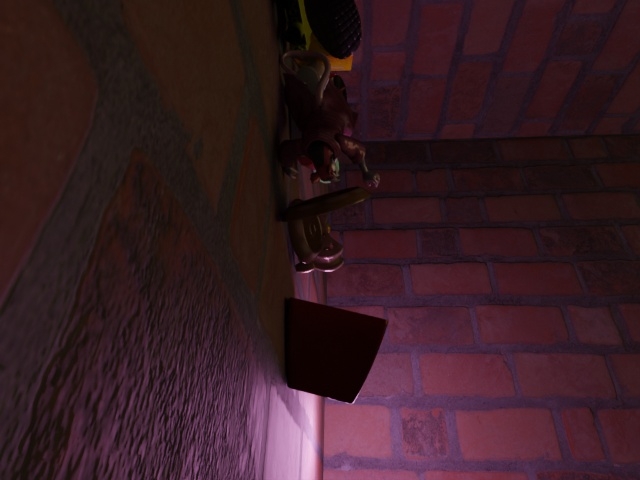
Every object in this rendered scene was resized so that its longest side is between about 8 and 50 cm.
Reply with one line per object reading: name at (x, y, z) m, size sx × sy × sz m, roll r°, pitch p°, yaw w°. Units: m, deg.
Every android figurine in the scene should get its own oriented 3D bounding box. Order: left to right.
android figurine at (-0.064, -0.625, 1.073) m, size 0.248 × 0.056 × 0.272 m, roll 75°, pitch 15°, yaw -44°

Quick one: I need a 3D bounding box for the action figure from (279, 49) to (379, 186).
action figure at (0.019, -0.279, 1.011) m, size 0.370 × 0.248 × 0.275 m, roll -91°, pitch 177°, yaw -47°

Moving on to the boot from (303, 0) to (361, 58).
boot at (0.013, -0.624, 0.969) m, size 0.338 × 0.118 × 0.222 m, roll 58°, pitch 29°, yaw -29°

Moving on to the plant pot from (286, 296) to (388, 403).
plant pot at (0.028, 0.312, 1.167) m, size 0.267 × 0.268 × 0.235 m, roll 72°, pitch 31°, yaw -78°

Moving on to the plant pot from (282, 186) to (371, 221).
plant pot at (0.011, -0.097, 1.037) m, size 0.236 × 0.237 × 0.032 m, roll -71°, pitch 145°, yaw -79°

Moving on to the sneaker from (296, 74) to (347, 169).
sneaker at (-0.007, -0.368, 1.302) m, size 0.116 × 0.136 × 0.313 m, roll -51°, pitch 156°, yaw -62°

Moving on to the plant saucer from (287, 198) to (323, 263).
plant saucer at (-0.037, -0.031, 1.219) m, size 0.199 × 0.036 × 0.198 m, roll -10°, pitch 90°, yaw -68°

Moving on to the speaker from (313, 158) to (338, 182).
speaker at (0.022, -0.370, 1.977) m, size 0.296 × 0.131 × 0.131 m, roll 63°, pitch 26°, yaw -81°

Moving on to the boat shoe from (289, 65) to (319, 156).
boat shoe at (-0.054, -0.385, 1.230) m, size 0.084 × 0.095 × 0.258 m, roll -92°, pitch -169°, yaw -74°

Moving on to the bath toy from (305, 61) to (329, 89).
bath toy at (-0.024, -0.425, 1.403) m, size 0.129 × 0.151 × 0.348 m, roll -36°, pitch 144°, yaw -29°

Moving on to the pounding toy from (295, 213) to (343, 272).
pounding toy at (0.000, 0.000, 1.370) m, size 0.269 × 0.154 × 0.154 m, roll -87°, pitch 175°, yaw -47°

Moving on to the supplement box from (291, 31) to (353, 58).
supplement box at (0.014, -0.701, 1.389) m, size 0.356 × 0.195 × 0.194 m, roll -79°, pitch 169°, yaw -75°

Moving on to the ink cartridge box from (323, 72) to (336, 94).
ink cartridge box at (0.007, -0.589, 1.739) m, size 0.231 × 0.134 × 0.078 m, roll 83°, pitch 8°, yaw -55°
